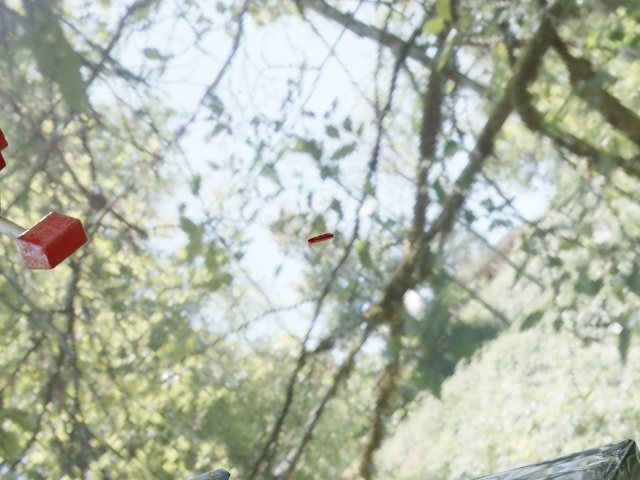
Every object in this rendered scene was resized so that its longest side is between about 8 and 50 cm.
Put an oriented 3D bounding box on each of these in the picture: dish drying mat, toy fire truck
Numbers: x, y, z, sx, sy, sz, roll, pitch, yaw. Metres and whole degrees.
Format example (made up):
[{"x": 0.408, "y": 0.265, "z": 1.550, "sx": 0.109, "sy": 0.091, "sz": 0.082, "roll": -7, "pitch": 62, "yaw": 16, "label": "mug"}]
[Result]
[{"x": 0.000, "y": 0.000, "z": 1.237, "sx": 0.032, "sy": 0.008, "sz": 0.083, "roll": -17, "pitch": -3, "yaw": -1, "label": "dish drying mat"}, {"x": -0.307, "y": -0.051, "z": 0.964, "sx": 0.047, "sy": 0.192, "sz": 0.135, "roll": -45, "pitch": -48, "yaw": -35, "label": "toy fire truck"}]

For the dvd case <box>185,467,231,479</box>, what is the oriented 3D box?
[{"x": -0.214, "y": 0.404, "z": 1.407, "sx": 0.253, "sy": 0.022, "sz": 0.180, "roll": 2, "pitch": -71, "yaw": -66, "label": "dvd case"}]

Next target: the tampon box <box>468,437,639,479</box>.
[{"x": 0.106, "y": 0.190, "z": 0.485, "sx": 0.120, "sy": 0.161, "sz": 0.101, "roll": -22, "pitch": -5, "yaw": 25, "label": "tampon box"}]
